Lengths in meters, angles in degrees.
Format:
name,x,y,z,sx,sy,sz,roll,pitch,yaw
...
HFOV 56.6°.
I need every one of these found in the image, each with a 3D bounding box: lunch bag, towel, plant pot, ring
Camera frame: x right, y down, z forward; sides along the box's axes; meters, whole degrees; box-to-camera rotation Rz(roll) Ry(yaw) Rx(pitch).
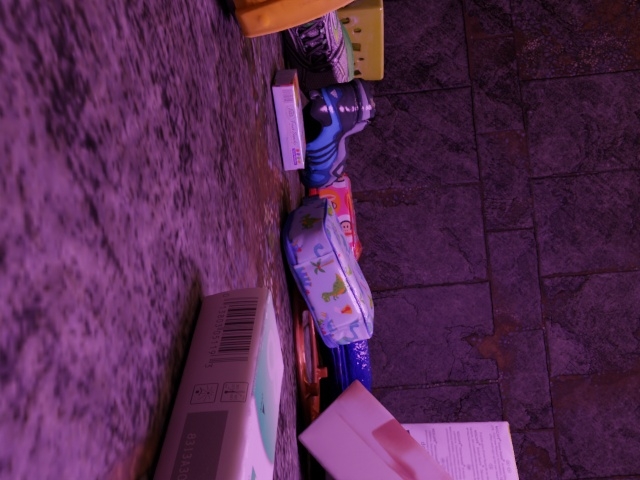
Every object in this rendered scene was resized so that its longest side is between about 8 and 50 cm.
name,x,y,z,sx,sy,sz,roll,pitch,yaw
lunch bag,0.035,-0.075,1.493,0.293,0.120,0.258,-21,106,-86
towel,0.039,0.275,1.290,0.227,0.076,0.308,-149,-129,-67
plant pot,0.033,-0.511,1.349,0.227,0.207,0.228,79,7,-63
lunch bag,0.016,0.050,0.962,0.176,0.090,0.219,-82,150,-66
ring,-0.014,0.186,1.093,0.336,0.032,0.337,-4,90,-86

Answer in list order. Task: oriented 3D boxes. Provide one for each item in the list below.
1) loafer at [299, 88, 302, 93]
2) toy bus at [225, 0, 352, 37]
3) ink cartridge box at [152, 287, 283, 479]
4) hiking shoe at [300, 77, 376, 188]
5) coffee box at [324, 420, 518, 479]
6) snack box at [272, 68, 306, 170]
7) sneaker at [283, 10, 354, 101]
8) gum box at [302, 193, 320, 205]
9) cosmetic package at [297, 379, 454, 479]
name,x,y,z,sx,sy,sz,roll,pitch,yaw
loafer,-0.033,-0.359,1.332,0.148,0.050,0.056,-75,160,-79
toy bus,-0.047,-0.337,0.576,0.220,0.149,0.211,-94,161,-49
ink cartridge box,-0.049,0.175,0.407,0.181,0.056,0.225,-89,171,-56
hiking shoe,-0.008,-0.203,1.159,0.304,0.132,0.113,119,-42,-55
coffee box,0.180,0.550,1.091,0.338,0.334,0.338,86,3,-56
snack box,-0.049,-0.200,0.978,0.100,0.037,0.141,-86,171,-60
sneaker,-0.026,-0.408,1.120,0.146,0.134,0.343,-73,150,-62
gum box,0.000,0.000,1.217,0.184,0.041,0.157,-108,-173,-74
cosmetic package,0.116,0.368,0.897,0.296,0.129,0.153,44,-12,18
